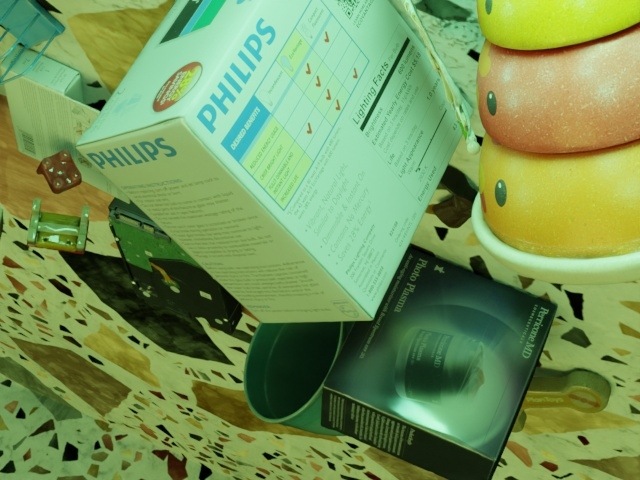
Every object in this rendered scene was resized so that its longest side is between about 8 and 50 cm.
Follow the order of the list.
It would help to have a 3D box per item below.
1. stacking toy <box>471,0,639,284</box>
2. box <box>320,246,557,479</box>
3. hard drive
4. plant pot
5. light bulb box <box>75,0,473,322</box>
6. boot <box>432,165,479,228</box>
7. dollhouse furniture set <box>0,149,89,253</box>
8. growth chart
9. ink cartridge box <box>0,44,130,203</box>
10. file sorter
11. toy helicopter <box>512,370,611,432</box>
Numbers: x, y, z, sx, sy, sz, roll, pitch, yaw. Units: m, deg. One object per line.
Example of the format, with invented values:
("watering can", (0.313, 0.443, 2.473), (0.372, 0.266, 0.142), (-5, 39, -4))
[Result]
("stacking toy", (0.267, -0.228, 1.202), (0.350, 0.350, 0.480), (2, 125, 41))
("box", (0.193, 0.204, 1.936), (0.294, 0.296, 0.183), (22, 152, 11))
("hard drive", (-0.285, 0.050, 2.371), (0.236, 0.064, 0.339), (20, 153, 16))
("plant pot", (0.039, 0.245, 2.217), (0.255, 0.272, 0.271), (27, 158, -34))
("light bulb box", (-0.043, -0.142, 1.484), (0.225, 0.358, 0.361), (-7, 136, 46))
("boot", (0.189, -0.062, 1.766), (0.106, 0.037, 0.114), (37, 157, -11))
("dollhouse furniture set", (-0.589, -0.092, 2.084), (0.374, 0.201, 0.152), (9, 164, -13))
("growth chart", (0.125, -0.227, 1.385), (0.021, 0.172, 0.237), (-26, 110, 10))
("ink cartridge box", (-0.429, -0.199, 2.079), (0.238, 0.060, 0.275), (24, 152, 6))
("file sorter", (-0.515, -0.342, 1.861), (0.118, 0.104, 0.170), (-8, 135, 49))
("toy helicopter", (0.337, 0.258, 2.121), (0.355, 0.140, 0.235), (-5, 130, 32))
